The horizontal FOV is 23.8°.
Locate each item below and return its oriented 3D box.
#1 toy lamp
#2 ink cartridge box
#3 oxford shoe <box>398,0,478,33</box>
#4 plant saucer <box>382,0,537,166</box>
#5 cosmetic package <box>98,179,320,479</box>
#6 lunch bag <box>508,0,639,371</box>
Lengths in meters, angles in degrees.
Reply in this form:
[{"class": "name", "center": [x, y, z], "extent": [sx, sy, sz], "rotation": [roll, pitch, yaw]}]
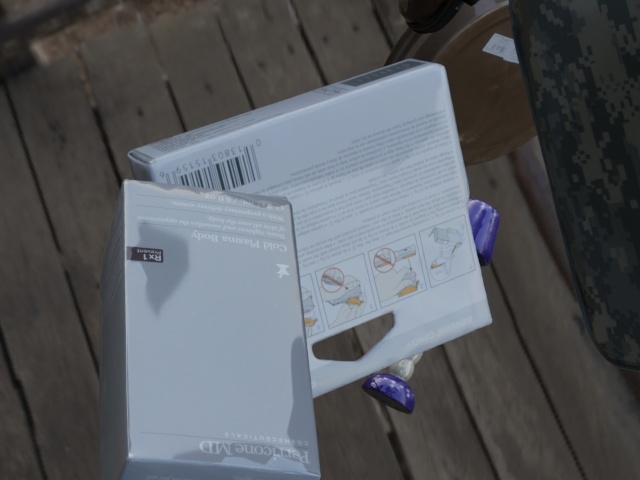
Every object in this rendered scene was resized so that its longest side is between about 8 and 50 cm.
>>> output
[{"class": "toy lamp", "center": [0.141, 0.075, 1.871], "extent": [0.080, 0.080, 0.275], "rotation": [25, 75, 16]}, {"class": "ink cartridge box", "center": [0.000, 0.000, 1.275], "extent": [0.275, 0.239, 0.060], "rotation": [-20, 20, -22]}, {"class": "oxford shoe", "center": [0.105, -0.257, 1.413], "extent": [0.096, 0.227, 0.083], "rotation": [32, 77, -6]}, {"class": "plant saucer", "center": [0.187, -0.179, 1.628], "extent": [0.278, 0.278, 0.041], "rotation": [-29, 54, -6]}, {"class": "cosmetic package", "center": [-0.079, 0.081, 1.002], "extent": [0.127, 0.107, 0.238], "rotation": [6, 44, -17]}, {"class": "lunch bag", "center": [0.294, -0.076, 0.977], "extent": [0.256, 0.212, 0.305], "rotation": [-17, 93, -26]}]
